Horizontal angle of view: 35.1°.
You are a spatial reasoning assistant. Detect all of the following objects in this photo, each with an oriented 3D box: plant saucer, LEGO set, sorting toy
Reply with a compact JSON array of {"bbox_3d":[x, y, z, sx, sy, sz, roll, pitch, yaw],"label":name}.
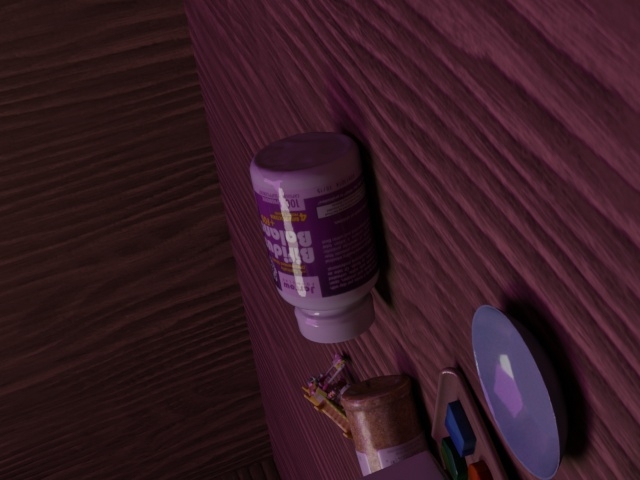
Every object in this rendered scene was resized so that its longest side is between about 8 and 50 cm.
[{"bbox_3d":[0.220,0.156,1.078,0.195,0.037,0.195,162,90,-78],"label":"plant saucer"},{"bbox_3d":[0.054,0.313,2.027,0.132,0.107,0.287,39,180,-28],"label":"LEGO set"},{"bbox_3d":[0.206,0.343,1.402,0.307,0.041,0.229,88,161,-52],"label":"sorting toy"}]

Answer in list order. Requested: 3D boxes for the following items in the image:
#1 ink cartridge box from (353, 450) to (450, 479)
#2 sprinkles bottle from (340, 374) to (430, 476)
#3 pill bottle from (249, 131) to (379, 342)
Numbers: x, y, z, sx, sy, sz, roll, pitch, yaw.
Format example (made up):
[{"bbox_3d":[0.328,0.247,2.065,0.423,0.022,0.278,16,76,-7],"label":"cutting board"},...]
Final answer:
[{"bbox_3d":[0.128,0.453,1.491,0.100,0.171,0.237,-124,15,-67],"label":"ink cartridge box"},{"bbox_3d":[0.135,0.399,1.628,0.121,0.121,0.356,-169,63,-77],"label":"sprinkles bottle"},{"bbox_3d":[0.000,0.000,1.552,0.169,0.169,0.302,-129,24,-61],"label":"pill bottle"}]
